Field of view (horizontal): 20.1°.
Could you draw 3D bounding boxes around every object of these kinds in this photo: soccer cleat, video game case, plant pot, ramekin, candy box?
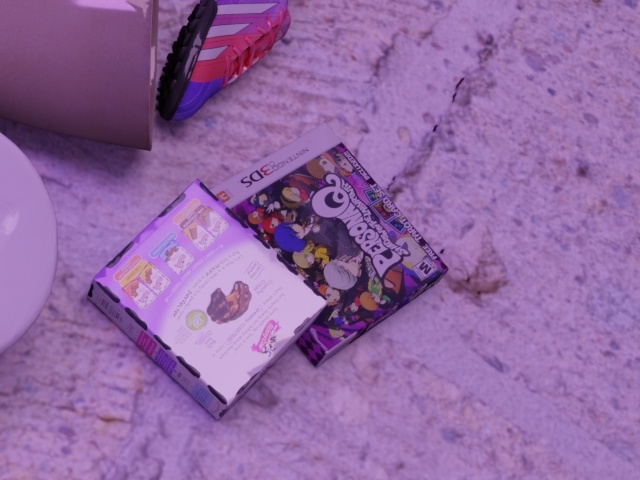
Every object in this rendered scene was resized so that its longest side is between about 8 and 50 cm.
[{"bbox_3d":[-0.098,-0.248,2.119,0.116,0.108,0.318,30,50,-11],"label":"soccer cleat"},{"bbox_3d":[0.000,0.000,2.046,0.210,0.042,0.232,-32,77,-35],"label":"video game case"},{"bbox_3d":[-0.313,-0.230,1.934,0.274,0.256,0.256,2,58,-5],"label":"plant pot"},{"bbox_3d":[-0.387,0.005,1.736,0.277,0.135,0.277,4,82,-33],"label":"ramekin"},{"bbox_3d":[-0.119,0.063,1.909,0.196,0.070,0.165,43,67,5],"label":"candy box"}]
